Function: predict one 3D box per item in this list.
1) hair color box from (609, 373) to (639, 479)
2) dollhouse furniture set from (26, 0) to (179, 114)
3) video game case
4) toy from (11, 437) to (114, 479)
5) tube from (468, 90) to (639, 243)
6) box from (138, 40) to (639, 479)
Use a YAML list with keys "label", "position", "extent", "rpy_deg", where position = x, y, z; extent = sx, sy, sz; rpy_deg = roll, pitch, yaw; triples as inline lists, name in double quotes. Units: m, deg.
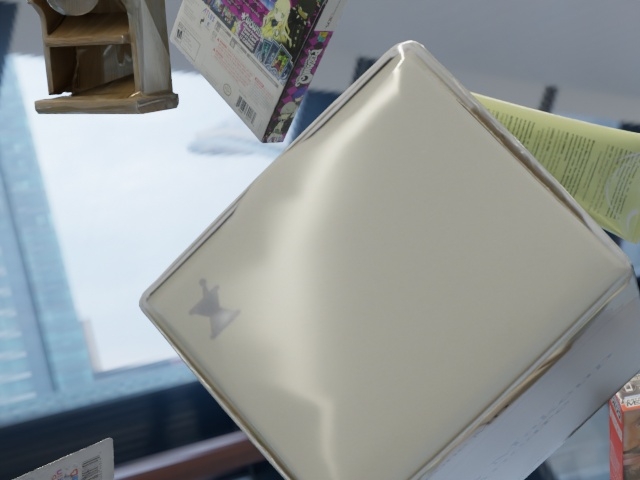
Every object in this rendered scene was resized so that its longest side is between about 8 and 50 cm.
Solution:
- label: "hair color box"
  position: [0.364, 0.216, 1.427]
  extent: [0.093, 0.167, 0.053]
  rpy_deg: [-11, 37, 0]
- label: "dollhouse furniture set"
  position: [-0.352, -0.240, 1.350]
  extent: [0.362, 0.256, 0.394]
  rpy_deg: [4, 14, 37]
- label: "video game case"
  position: [-0.081, -0.268, 1.592]
  extent: [0.042, 0.232, 0.210]
  rpy_deg: [-5, -48, -42]
- label: "toy"
  position: [-0.256, 0.221, 0.917]
  extent: [0.237, 0.137, 0.056]
  rpy_deg: [-17, 37, -31]
- label: "tube"
  position: [0.165, -0.075, 1.097]
  extent: [0.240, 0.062, 0.070]
  rpy_deg: [18, -33, 5]
- label: "box"
  position: [0.058, 0.041, 0.601]
  extent: [0.148, 0.121, 0.311]
  rpy_deg: [-44, -18, 5]
